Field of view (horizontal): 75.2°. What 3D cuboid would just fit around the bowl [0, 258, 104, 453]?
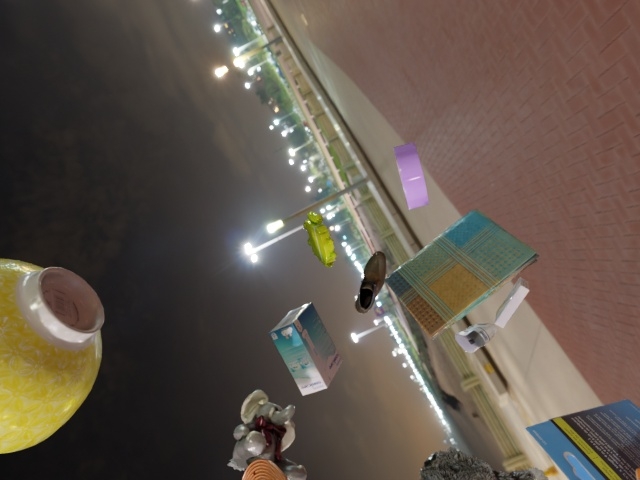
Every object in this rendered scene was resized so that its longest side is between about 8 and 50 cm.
[{"bbox_3d":[-0.418,0.128,0.601,0.289,0.156,0.289,55,-178,-3],"label":"bowl"}]

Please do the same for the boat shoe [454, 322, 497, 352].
[{"bbox_3d":[0.617,0.381,1.640,0.095,0.084,0.258,57,166,11],"label":"boat shoe"}]

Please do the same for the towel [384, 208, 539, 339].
[{"bbox_3d":[0.400,0.087,1.231,0.040,0.370,0.271,46,-174,-41],"label":"towel"}]

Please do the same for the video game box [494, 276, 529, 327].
[{"bbox_3d":[0.849,0.273,1.844,0.048,0.205,0.187,31,-161,16],"label":"video game box"}]

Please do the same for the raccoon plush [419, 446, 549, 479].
[{"bbox_3d":[0.476,0.746,1.203,0.299,0.447,0.216,52,-160,-83],"label":"raccoon plush"}]

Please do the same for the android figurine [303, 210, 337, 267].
[{"bbox_3d":[0.000,0.000,1.793,0.273,0.056,0.248,31,139,64],"label":"android figurine"}]

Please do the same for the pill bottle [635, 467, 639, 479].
[{"bbox_3d":[0.641,0.391,0.635,0.130,0.246,0.130,31,-134,-38],"label":"pill bottle"}]

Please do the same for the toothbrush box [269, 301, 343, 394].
[{"bbox_3d":[-0.052,0.440,1.710,0.295,0.126,0.216,61,-155,-5],"label":"toothbrush box"}]

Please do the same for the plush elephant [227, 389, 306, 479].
[{"bbox_3d":[-0.185,0.699,1.507,0.272,0.330,0.255,43,-134,-15],"label":"plush elephant"}]

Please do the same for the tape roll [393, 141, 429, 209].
[{"bbox_3d":[0.387,-0.275,1.774,0.275,0.090,0.274,-15,-90,-78],"label":"tape roll"}]

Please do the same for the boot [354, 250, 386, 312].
[{"bbox_3d":[0.172,0.137,1.360,0.106,0.082,0.219,74,-146,-83],"label":"boot"}]

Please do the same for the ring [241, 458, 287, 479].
[{"bbox_3d":[-0.148,0.836,1.244,0.032,0.336,0.336,6,-132,-40],"label":"ring"}]

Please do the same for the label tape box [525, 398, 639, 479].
[{"bbox_3d":[0.652,0.509,0.913,0.249,0.348,0.115,-125,36,-54],"label":"label tape box"}]
